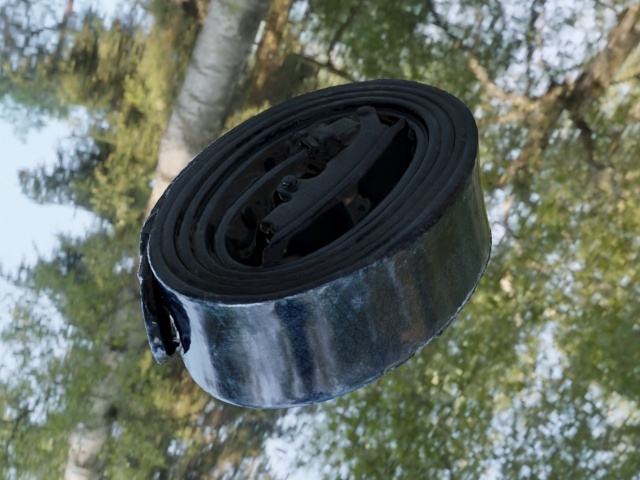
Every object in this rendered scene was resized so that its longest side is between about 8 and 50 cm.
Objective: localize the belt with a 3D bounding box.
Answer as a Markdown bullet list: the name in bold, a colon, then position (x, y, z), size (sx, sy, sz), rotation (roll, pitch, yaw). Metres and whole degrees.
- **belt**: position (0.000, 0.000, 0.529), size (0.141, 0.082, 0.190), rotation (14, -137, 33)
